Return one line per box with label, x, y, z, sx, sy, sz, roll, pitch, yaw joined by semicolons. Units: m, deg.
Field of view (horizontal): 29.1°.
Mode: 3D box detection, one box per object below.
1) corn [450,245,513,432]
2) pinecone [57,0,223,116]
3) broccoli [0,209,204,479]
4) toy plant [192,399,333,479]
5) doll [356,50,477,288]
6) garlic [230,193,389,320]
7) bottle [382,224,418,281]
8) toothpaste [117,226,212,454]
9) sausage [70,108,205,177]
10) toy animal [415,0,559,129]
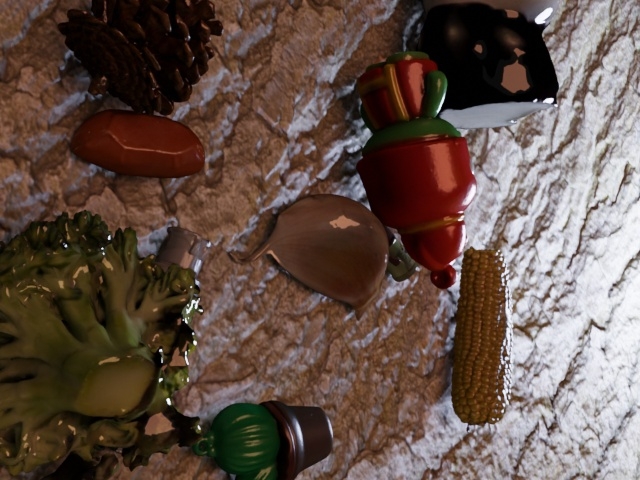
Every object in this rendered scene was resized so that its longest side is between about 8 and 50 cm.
corn;0.268;0.166;2.025;0.101;0.101;0.310;18;69;-39
pinecone;-0.222;-0.265;1.594;0.186;0.168;0.212;62;32;-29
broccoli;-0.291;0.145;1.442;0.334;0.324;0.272;21;27;-29
toy plant;-0.082;0.286;1.693;0.200;0.105;0.143;-8;102;-25
doll;0.146;-0.102;1.878;0.160;0.182;0.363;-17;91;-46
garlic;-0.003;-0.004;1.817;0.266;0.128;0.148;21;58;-27
bottle;0.110;0.015;1.935;0.047;0.063;0.101;-40;110;-8
toothpaste;-0.225;0.129;1.610;0.114;0.073;0.299;31;72;-33
sausage;-0.235;-0.126;1.619;0.179;0.089;0.089;6;80;-32
toy animal;0.267;-0.352;2.002;0.251;0.251;0.310;2;79;-42
